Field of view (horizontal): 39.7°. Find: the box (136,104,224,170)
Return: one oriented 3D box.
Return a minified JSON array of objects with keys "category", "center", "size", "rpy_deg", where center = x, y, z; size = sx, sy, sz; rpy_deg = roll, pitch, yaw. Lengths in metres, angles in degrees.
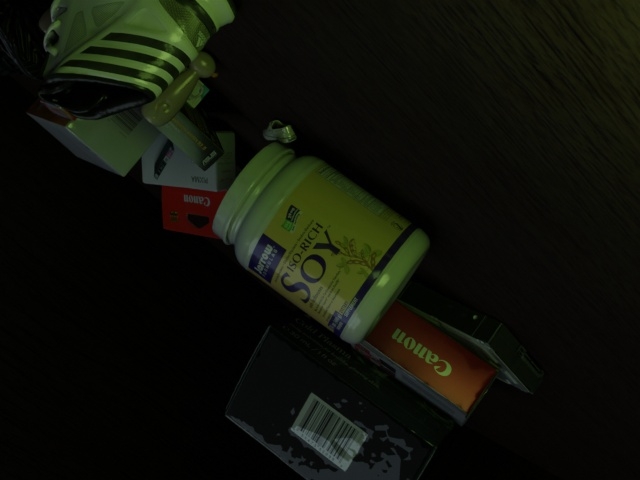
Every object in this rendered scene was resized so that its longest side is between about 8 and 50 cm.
[{"category":"box","center":[-0.285,-0.253,1.727],"size":[0.183,0.056,0.231],"rpy_deg":[44,-171,-31]}]

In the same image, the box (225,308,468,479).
[{"category":"box","center":[0.110,0.385,2.217],"size":[0.480,0.297,0.472],"rpy_deg":[34,-157,16]}]

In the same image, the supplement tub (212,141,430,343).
[{"category":"supplement tub","center":[0.000,0.000,1.575],"size":[0.331,0.241,0.241],"rpy_deg":[35,170,8]}]

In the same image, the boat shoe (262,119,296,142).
[{"category":"boat shoe","center":[-0.076,-0.196,1.562],"size":[0.100,0.035,0.035],"rpy_deg":[27,139,60]}]

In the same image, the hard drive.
[{"category":"hard drive","center":[0.309,0.203,1.953],"size":[0.339,0.064,0.237],"rpy_deg":[25,164,48]}]

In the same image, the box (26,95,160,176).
[{"category":"box","center":[-0.490,-0.298,1.991],"size":[0.168,0.215,0.345],"rpy_deg":[44,168,-32]}]

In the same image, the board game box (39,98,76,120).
[{"category":"board game box","center":[-0.482,-0.340,1.826],"size":[0.045,0.193,0.146],"rpy_deg":[44,169,-33]}]

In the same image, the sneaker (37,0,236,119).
[{"category":"sneaker","center":[-0.357,-0.335,1.234],"size":[0.447,0.257,0.169],"rpy_deg":[33,169,25]}]

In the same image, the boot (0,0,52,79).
[{"category":"boot","center":[-0.604,-0.453,1.633],"size":[0.260,0.131,0.348],"rpy_deg":[23,136,49]}]

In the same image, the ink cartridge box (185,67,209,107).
[{"category":"ink cartridge box","center":[-0.257,-0.295,1.674],"size":[0.083,0.048,0.028],"rpy_deg":[44,169,-27]}]

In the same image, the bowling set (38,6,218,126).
[{"category":"bowling set","center":[-0.329,-0.350,1.510],"size":[0.287,0.154,0.200],"rpy_deg":[41,-172,-30]}]

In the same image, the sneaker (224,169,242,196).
[{"category":"sneaker","center":[-0.219,-0.141,2.029],"size":[0.366,0.137,0.210],"rpy_deg":[49,156,-2]}]

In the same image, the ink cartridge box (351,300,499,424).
[{"category":"ink cartridge box","center":[0.220,0.253,1.920],"size":[0.309,0.130,0.272],"rpy_deg":[34,170,13]}]

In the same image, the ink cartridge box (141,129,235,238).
[{"category":"ink cartridge box","center":[-0.293,-0.126,1.955],"size":[0.275,0.239,0.060],"rpy_deg":[9,-167,44]}]

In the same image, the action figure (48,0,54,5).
[{"category":"action figure","center":[-0.525,-0.448,1.787],"size":[0.285,0.099,0.185],"rpy_deg":[35,178,36]}]
